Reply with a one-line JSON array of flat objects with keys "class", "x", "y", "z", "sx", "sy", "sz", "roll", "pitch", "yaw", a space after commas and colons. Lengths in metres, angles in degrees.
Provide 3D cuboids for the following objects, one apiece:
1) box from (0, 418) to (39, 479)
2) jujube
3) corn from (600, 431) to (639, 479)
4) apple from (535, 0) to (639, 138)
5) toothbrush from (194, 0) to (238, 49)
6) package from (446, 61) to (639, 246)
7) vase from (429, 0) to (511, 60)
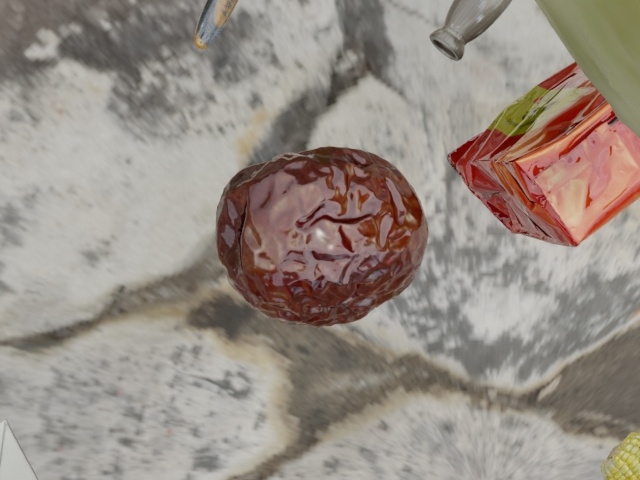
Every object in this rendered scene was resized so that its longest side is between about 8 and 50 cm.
[{"class": "box", "x": -0.433, "y": 0.306, "z": 1.671, "sx": 0.225, "sy": 0.341, "sz": 0.143, "roll": -29, "pitch": 94, "yaw": -34}, {"class": "jujube", "x": 0.000, "y": 0.000, "z": 1.884, "sx": 0.232, "sy": 0.213, "sz": 0.213, "roll": -2, "pitch": 79, "yaw": -29}, {"class": "corn", "x": 0.364, "y": 0.269, "z": 1.705, "sx": 0.165, "sy": 0.063, "sz": 0.085, "roll": 40, "pitch": 130, "yaw": 8}, {"class": "apple", "x": 0.259, "y": -0.160, "z": 0.455, "sx": 0.473, "sy": 0.473, "sz": 0.474, "roll": -1, "pitch": 81, "yaw": 6}, {"class": "toothbrush", "x": -0.038, "y": -0.289, "z": 1.350, "sx": 0.031, "sy": 0.023, "sz": 0.321, "roll": 4, "pitch": 63, "yaw": 44}, {"class": "package", "x": 0.266, "y": -0.102, "z": 1.782, "sx": 0.196, "sy": 0.423, "sz": 0.123, "roll": -40, "pitch": 97, "yaw": -4}, {"class": "vase", "x": 0.164, "y": -0.246, "z": 1.804, "sx": 0.053, "sy": 0.053, "sz": 0.101, "roll": 38, "pitch": 85, "yaw": 10}]
